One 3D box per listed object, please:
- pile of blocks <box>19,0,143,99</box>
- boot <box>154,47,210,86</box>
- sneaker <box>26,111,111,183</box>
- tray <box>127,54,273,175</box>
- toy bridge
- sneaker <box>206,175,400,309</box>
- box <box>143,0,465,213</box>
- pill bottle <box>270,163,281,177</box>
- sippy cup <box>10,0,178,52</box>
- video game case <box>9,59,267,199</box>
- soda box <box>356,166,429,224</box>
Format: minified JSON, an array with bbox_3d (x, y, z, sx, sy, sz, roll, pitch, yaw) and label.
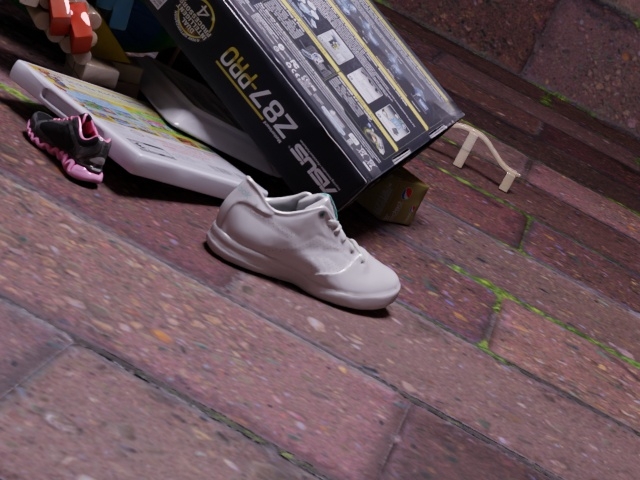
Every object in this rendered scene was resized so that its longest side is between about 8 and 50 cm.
[{"bbox_3d":[-0.284,-0.293,1.705,0.362,0.149,0.112,53,-1,-32],"label":"pile of blocks"},{"bbox_3d":[-0.141,-0.247,2.147,0.137,0.077,0.198,31,28,-3],"label":"boot"},{"bbox_3d":[-0.241,-0.103,1.520,0.047,0.057,0.119,7,24,-48],"label":"sneaker"},{"bbox_3d":[-0.148,-0.159,1.851,0.145,0.030,0.270,27,10,-29],"label":"tray"},{"bbox_3d":[0.227,-0.143,2.422,0.188,0.063,0.026,28,15,3],"label":"toy bridge"},{"bbox_3d":[0.000,0.000,1.521,0.212,0.094,0.080,19,16,-28],"label":"sneaker"},{"bbox_3d":[-0.031,-0.238,1.820,0.395,0.097,0.318,51,32,1],"label":"box"},{"bbox_3d":[-0.058,-0.105,1.854,0.043,0.043,0.083,19,18,-27],"label":"pill bottle"},{"bbox_3d":[-0.254,-0.382,1.921,0.240,0.224,0.305,15,-16,6],"label":"sippy cup"},{"bbox_3d":[-0.189,-0.110,1.646,0.206,0.026,0.227,37,12,31],"label":"video game case"},{"bbox_3d":[0.051,-0.090,1.963,0.061,0.058,0.181,8,25,-47],"label":"soda box"}]
